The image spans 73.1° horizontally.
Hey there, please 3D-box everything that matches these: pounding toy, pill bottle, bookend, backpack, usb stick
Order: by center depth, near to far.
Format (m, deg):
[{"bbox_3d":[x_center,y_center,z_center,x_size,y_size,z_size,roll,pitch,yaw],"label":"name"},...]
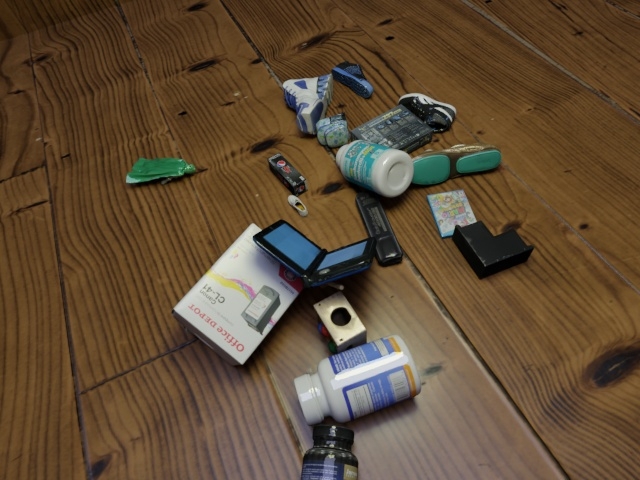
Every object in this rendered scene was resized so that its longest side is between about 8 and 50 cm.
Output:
[{"bbox_3d":[0.017,0.517,0.916,0.123,0.122,0.219,3,57,8],"label":"pill bottle"},{"bbox_3d":[0.082,0.334,1.017,0.272,0.152,0.152,-18,56,-6],"label":"pill bottle"},{"bbox_3d":[0.026,0.183,1.109,0.094,0.181,0.206,-27,57,-12],"label":"pounding toy"},{"bbox_3d":[0.491,0.008,1.245,0.157,0.072,0.157,-20,55,-9],"label":"bookend"},{"bbox_3d":[0.177,-0.045,1.333,0.077,0.045,0.277,-18,56,2],"label":"usb stick"},{"bbox_3d":[0.160,-0.239,1.383,0.146,0.146,0.264,-36,36,-17],"label":"pill bottle"},{"bbox_3d":[0.043,-0.390,1.548,0.115,0.105,0.084,-12,54,4],"label":"backpack"}]

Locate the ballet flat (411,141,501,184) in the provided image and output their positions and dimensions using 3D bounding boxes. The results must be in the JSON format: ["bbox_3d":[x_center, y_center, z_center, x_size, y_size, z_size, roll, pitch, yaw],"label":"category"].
[{"bbox_3d":[0.419,-0.267,1.431,0.343,0.116,0.124,-13,35,-3],"label":"ballet flat"}]

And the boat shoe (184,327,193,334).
[{"bbox_3d":[-0.308,0.165,1.224,0.069,0.081,0.227,23,59,33],"label":"boat shoe"}]

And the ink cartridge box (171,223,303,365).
[{"bbox_3d":[-0.202,0.143,1.145,0.226,0.131,0.306,41,63,-5],"label":"ink cartridge box"}]

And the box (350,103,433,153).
[{"bbox_3d":[0.252,-0.375,1.542,0.233,0.059,0.183,-31,58,-14],"label":"box"}]

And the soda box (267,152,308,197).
[{"bbox_3d":[-0.113,-0.226,1.479,0.053,0.060,0.169,-33,59,-14],"label":"soda box"}]

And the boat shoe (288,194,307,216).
[{"bbox_3d":[-0.076,-0.120,1.417,0.035,0.035,0.100,-29,58,-13],"label":"boat shoe"}]

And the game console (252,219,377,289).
[{"bbox_3d":[0.000,0.000,1.148,0.251,0.293,0.173,-20,98,14],"label":"game console"}]

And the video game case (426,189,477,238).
[{"bbox_3d":[0.414,-0.085,1.352,0.119,0.015,0.166,-9,55,0],"label":"video game case"}]

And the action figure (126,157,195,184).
[{"bbox_3d":[-0.558,-0.250,1.542,0.233,0.063,0.137,-2,53,10],"label":"action figure"}]

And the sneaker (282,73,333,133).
[{"bbox_3d":[-0.068,-0.526,1.655,0.183,0.127,0.315,6,50,14],"label":"sneaker"}]

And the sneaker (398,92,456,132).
[{"bbox_3d":[0.376,-0.461,1.575,0.217,0.079,0.121,19,58,16],"label":"sneaker"}]

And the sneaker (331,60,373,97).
[{"bbox_3d":[0.146,-0.659,1.736,0.090,0.081,0.232,-39,59,-11],"label":"sneaker"}]
